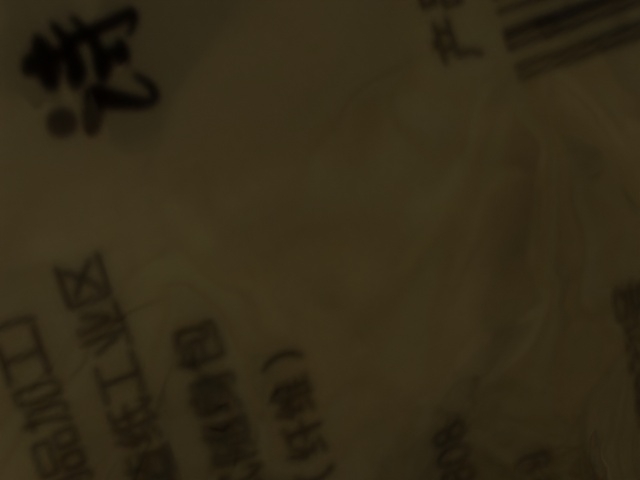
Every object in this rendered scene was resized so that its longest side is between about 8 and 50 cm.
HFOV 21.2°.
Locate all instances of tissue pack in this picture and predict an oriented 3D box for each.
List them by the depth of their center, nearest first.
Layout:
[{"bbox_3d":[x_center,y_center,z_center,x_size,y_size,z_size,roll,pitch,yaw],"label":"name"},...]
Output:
[{"bbox_3d":[0.000,0.000,0.433,0.195,0.390,0.375,163,-93,-75],"label":"tissue pack"}]
